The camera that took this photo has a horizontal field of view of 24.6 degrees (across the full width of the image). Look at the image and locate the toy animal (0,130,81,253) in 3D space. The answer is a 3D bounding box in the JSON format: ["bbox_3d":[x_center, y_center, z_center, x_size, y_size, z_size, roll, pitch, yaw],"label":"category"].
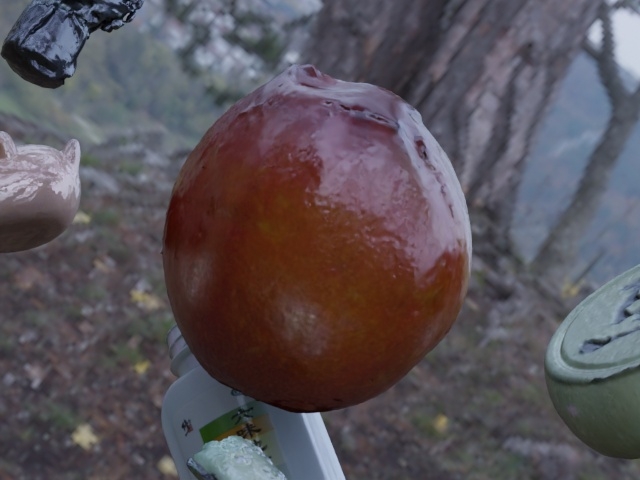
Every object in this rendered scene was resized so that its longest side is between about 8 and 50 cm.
[{"bbox_3d":[-0.419,-0.066,1.795,0.250,0.166,0.154,12,66,-20],"label":"toy animal"}]

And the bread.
[{"bbox_3d":[-0.039,0.258,1.338,0.232,0.064,0.172,55,-9,-21],"label":"bread"}]

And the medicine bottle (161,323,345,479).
[{"bbox_3d":[-0.087,0.239,1.752,0.124,0.179,0.324,34,30,-57],"label":"medicine bottle"}]

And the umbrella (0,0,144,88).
[{"bbox_3d":[-0.143,-0.248,1.124,0.128,0.337,0.154,4,-22,36],"label":"umbrella"}]

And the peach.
[{"bbox_3d":[-0.002,0.000,1.571,0.290,0.373,0.373,7,30,-34],"label":"peach"}]

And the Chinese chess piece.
[{"bbox_3d":[0.340,0.105,1.438,0.101,0.250,0.250,56,8,-14],"label":"Chinese chess piece"}]
